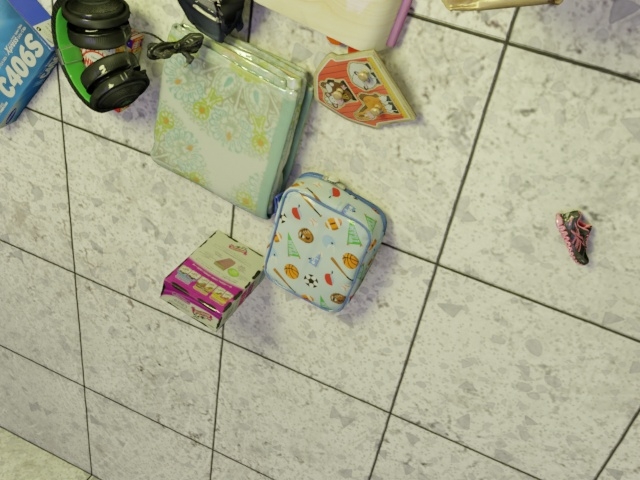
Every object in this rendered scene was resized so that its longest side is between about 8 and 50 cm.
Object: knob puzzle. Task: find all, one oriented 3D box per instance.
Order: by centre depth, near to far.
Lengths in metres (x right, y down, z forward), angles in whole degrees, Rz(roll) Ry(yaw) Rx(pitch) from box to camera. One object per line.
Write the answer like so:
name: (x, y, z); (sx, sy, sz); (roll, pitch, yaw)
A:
knob puzzle: (0.062, -0.276, 1.342); (0.213, 0.030, 0.213); (21, 153, 11)

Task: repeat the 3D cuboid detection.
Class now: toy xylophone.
toy xylophone: (0.014, -0.470, 1.251); (0.323, 0.081, 0.236); (34, 130, 4)

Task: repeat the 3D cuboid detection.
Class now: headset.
headset: (-0.410, -0.390, 1.436); (0.394, 0.185, 0.243); (15, 125, 46)

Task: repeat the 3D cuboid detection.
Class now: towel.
towel: (-0.198, -0.255, 1.506); (0.321, 0.090, 0.374); (30, 130, 12)

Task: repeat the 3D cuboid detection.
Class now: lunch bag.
lunch bag: (0.000, 0.000, 1.550); (0.243, 0.115, 0.303); (29, 130, 11)

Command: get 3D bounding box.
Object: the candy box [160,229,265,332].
candy box: (-0.244, 0.090, 1.656); (0.159, 0.233, 0.071); (30, 130, 8)

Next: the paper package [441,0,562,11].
paper package: (0.270, -0.511, 0.940); (0.168, 0.309, 0.324); (6, 124, 22)

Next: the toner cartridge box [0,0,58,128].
toner cartridge box: (-0.747, -0.427, 1.688); (0.348, 0.075, 0.165); (-34, 100, 39)

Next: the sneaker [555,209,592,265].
sneaker: (0.491, -0.006, 1.332); (0.057, 0.047, 0.119); (-23, 110, 25)

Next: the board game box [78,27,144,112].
board game box: (-0.483, -0.406, 1.580); (0.147, 0.045, 0.193); (31, 130, 7)

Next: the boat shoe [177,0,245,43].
boat shoe: (-0.275, -0.521, 1.351); (0.340, 0.127, 0.158); (45, 156, 16)
